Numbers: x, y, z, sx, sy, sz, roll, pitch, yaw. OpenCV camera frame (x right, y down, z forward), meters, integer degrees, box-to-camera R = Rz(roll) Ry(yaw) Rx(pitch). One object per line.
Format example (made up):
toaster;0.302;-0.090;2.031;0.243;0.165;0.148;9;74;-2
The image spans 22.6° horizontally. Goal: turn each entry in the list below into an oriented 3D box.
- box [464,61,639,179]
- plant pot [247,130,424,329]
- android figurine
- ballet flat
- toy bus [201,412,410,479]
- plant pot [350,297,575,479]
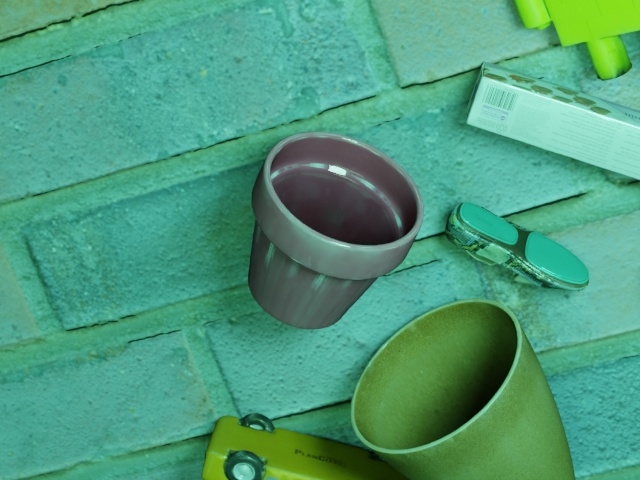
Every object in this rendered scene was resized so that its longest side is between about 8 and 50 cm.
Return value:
box;0.330;-0.124;1.862;0.324;0.063;0.067;17;115;0
plant pot;0.000;0.000;1.902;0.201;0.201;0.180;23;130;-3
android figurine;0.314;-0.310;1.752;0.248;0.056;0.272;-6;117;38
ballet flat;0.235;0.015;1.944;0.188;0.070;0.070;30;114;-4
toy bus;0.011;0.332;2.079;0.333;0.108;0.130;14;116;1
plant pot;0.202;0.241;1.969;0.237;0.237;0.254;-28;122;18
